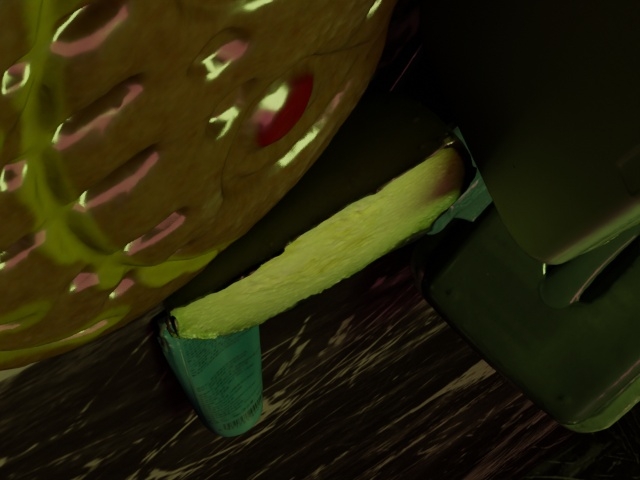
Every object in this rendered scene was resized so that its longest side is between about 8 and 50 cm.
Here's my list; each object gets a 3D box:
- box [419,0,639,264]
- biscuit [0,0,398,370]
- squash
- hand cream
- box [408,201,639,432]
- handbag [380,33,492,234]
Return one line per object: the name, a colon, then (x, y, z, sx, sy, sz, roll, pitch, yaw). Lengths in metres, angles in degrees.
box: (0.265, -0.160, 0.745, 0.344, 0.177, 0.352, -24, 171, -16)
biscuit: (-0.056, -0.089, 0.601, 0.350, 0.070, 0.394, -42, 161, -8)
squash: (-0.012, -0.021, 0.866, 0.192, 0.085, 0.184, -30, 169, 1)
hand cream: (-0.073, 0.085, 1.078, 0.083, 0.048, 0.224, -37, 156, -17)
box: (0.226, -0.004, 1.202, 0.290, 0.220, 0.166, -50, 173, 22)
handbag: (0.092, -0.071, 1.016, 0.179, 0.062, 0.229, -46, 163, 23)
